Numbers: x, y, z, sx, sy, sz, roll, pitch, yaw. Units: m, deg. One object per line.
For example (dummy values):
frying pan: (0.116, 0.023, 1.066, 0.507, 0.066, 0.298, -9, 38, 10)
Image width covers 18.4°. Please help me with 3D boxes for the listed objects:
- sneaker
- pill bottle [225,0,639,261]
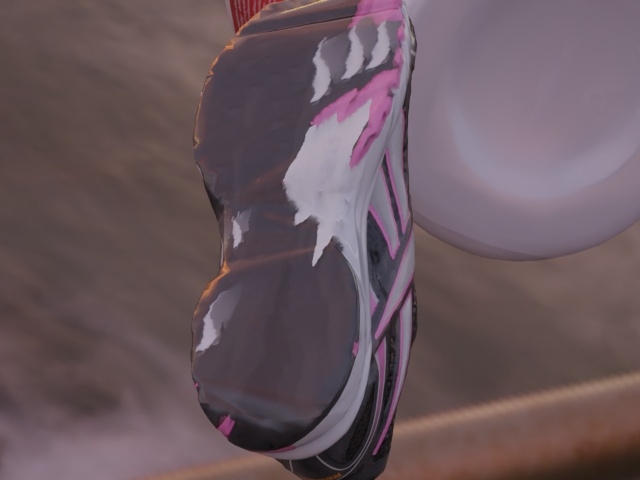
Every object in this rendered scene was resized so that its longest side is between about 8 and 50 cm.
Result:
sneaker: (0.000, 0.000, 0.639, 0.072, 0.077, 0.178, -2, 58, 23)
pill bottle: (0.070, -0.156, 1.281, 0.229, 0.229, 0.407, 8, 17, -22)
